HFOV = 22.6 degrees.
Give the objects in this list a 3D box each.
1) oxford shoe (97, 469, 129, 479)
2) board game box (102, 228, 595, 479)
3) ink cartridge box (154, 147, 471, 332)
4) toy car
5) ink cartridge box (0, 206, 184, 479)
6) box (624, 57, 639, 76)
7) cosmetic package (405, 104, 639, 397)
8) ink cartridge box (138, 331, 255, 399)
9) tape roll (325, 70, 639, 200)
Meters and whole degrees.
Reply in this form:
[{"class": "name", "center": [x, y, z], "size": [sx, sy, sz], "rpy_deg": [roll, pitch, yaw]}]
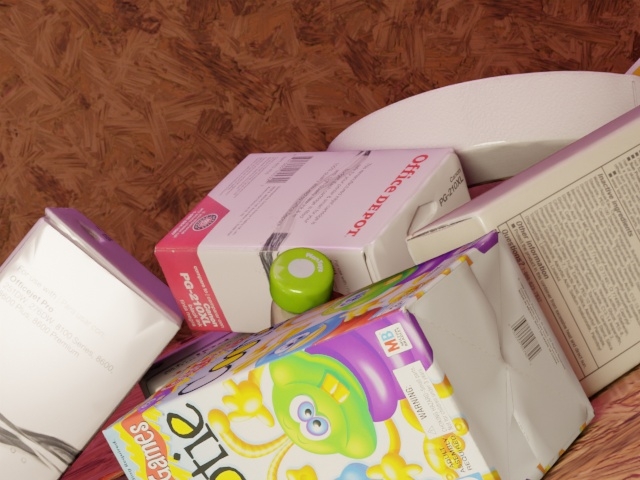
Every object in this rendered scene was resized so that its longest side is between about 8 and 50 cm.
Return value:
[{"class": "oxford shoe", "center": [-0.150, 0.224, 1.253], "size": [0.098, 0.097, 0.271], "rpy_deg": [-20, 5, 15]}, {"class": "board game box", "center": [0.015, 0.122, 1.074], "size": [0.275, 0.144, 0.142], "rpy_deg": [-25, 6, 37]}, {"class": "ink cartridge box", "center": [0.000, 0.000, 1.445], "size": [0.237, 0.100, 0.172], "rpy_deg": [0, 34, 37]}, {"class": "toy car", "center": [0.055, 0.097, 1.277], "size": [0.188, 0.149, 0.155], "rpy_deg": [-4, -42, -6]}, {"class": "ink cartridge box", "center": [-0.309, 0.170, 1.521], "size": [0.395, 0.166, 0.285], "rpy_deg": [-51, 4, 0]}, {"class": "box", "center": [0.376, -0.132, 1.866], "size": [0.203, 0.103, 0.114], "rpy_deg": [-48, -14, 28]}, {"class": "cosmetic package", "center": [0.237, -0.008, 1.221], "size": [0.309, 0.160, 0.113], "rpy_deg": [-28, 3, -28]}, {"class": "ink cartridge box", "center": [-0.060, 0.141, 1.574], "size": [0.207, 0.117, 0.283], "rpy_deg": [-27, 3, -10]}, {"class": "tape roll", "center": [0.197, -0.065, 1.616], "size": [0.392, 0.072, 0.392], "rpy_deg": [-4, -17, -1]}]
